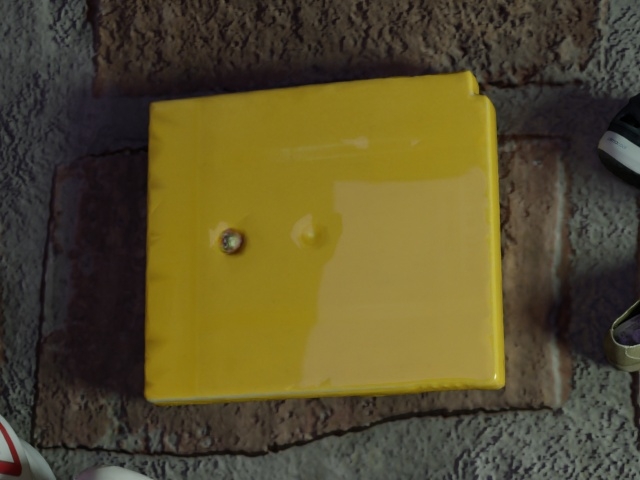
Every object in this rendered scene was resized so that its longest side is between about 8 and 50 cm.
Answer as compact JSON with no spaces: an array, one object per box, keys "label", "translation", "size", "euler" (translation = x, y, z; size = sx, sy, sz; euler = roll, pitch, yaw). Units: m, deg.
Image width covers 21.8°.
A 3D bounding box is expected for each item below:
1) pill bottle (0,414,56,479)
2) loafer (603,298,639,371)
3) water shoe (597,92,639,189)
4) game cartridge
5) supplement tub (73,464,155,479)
[{"label":"pill bottle","translation":[-0.378,0.216,1.361],"size":[0.229,0.408,0.229],"euler":[-4,76,17]},{"label":"loafer","translation":[0.298,0.057,1.371],"size":[0.148,0.050,0.056],"euler":[-39,69,6]},{"label":"water shoe","translation":[0.329,-0.059,1.376],"size":[0.203,0.073,0.080],"euler":[29,86,21]},{"label":"game cartridge","translation":[0.000,0.000,1.485],"size":[0.324,0.053,0.285],"euler":[-4,76,15]},{"label":"supplement tub","translation":[-0.188,0.374,1.354],"size":[0.235,0.235,0.325],"euler":[37,92,22]}]
